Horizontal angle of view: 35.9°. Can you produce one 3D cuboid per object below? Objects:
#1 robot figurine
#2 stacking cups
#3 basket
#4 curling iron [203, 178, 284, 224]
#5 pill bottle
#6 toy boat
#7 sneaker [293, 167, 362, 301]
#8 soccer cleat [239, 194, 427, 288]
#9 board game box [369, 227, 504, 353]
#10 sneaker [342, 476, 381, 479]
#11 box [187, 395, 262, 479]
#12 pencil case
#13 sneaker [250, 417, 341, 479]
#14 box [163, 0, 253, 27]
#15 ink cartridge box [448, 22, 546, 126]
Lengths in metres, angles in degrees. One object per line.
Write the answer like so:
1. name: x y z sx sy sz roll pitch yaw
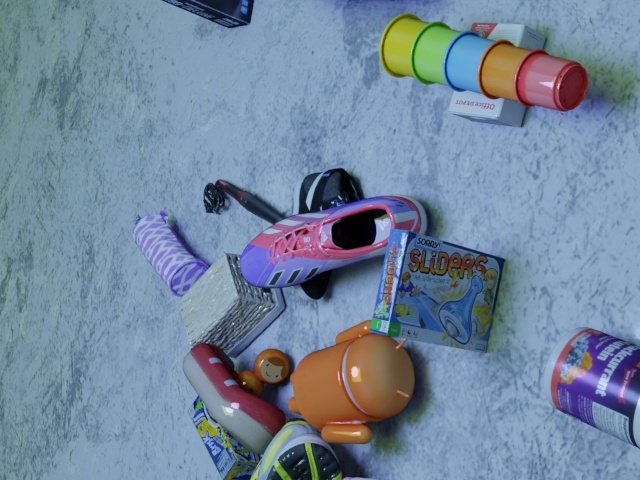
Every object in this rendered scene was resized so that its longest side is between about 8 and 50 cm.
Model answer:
1. robot figurine: 0.048 0.211 1.446 0.219 0.158 0.128 -25 102 42
2. stacking cups: 0.220 -0.241 1.331 0.316 0.096 0.096 23 97 45
3. basket: -0.160 0.112 1.722 0.167 0.103 0.113 -46 48 31
4. curling iron: -0.135 -0.059 1.796 0.274 0.035 0.068 21 99 50
5. pill bottle: 0.360 0.176 1.120 0.193 0.108 0.108 21 95 49
6. toy boat: -0.114 0.240 1.633 0.151 0.151 0.231 -41 45 -5
7. sneaker: 0.011 -0.016 1.587 0.121 0.079 0.217 -16 67 44
8. soccer cleat: 0.000 0.000 1.494 0.318 0.116 0.109 -15 84 24
9. board game box: 0.158 0.070 1.306 0.035 0.201 0.136 8 86 48
10. sneaker: 0.074 0.405 1.417 0.070 0.051 0.135 -9 89 19
11. box: -0.166 0.337 1.698 0.054 0.059 0.169 -56 45 20
12. pencil case: -0.292 0.025 1.916 0.088 0.086 0.206 -43 47 0
13. sneaker: -0.067 0.454 1.528 0.147 0.145 0.385 -102 35 -70
14. box: -0.224 -0.595 1.892 0.076 0.242 0.308 4 81 49
15. ink cartridge box: 0.249 -0.235 1.399 0.099 0.056 0.135 17 92 49
